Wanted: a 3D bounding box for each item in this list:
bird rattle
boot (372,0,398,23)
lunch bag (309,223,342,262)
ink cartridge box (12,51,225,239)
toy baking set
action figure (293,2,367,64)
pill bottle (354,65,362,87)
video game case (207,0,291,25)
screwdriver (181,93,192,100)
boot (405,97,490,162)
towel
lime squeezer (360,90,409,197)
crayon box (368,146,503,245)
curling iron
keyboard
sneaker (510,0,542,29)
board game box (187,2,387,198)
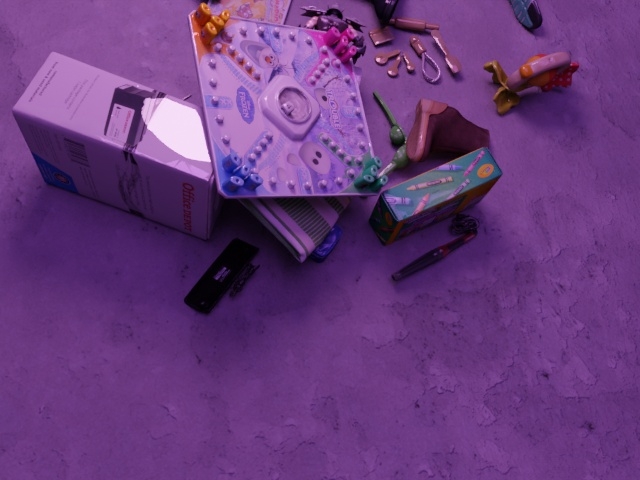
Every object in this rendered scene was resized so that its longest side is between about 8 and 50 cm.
[{"bbox_3d":[0.571,-0.428,1.648,0.254,0.207,0.143,-12,88,-5],"label":"bird rattle"},{"bbox_3d":[0.118,-0.695,1.710,0.207,0.094,0.246,20,45,-3],"label":"boot"},{"bbox_3d":[0.000,0.000,1.432,0.067,0.065,0.098,34,65,5],"label":"lunch bag"},{"bbox_3d":[-0.387,-0.183,1.322,0.395,0.285,0.166,21,65,-2],"label":"ink cartridge box"},{"bbox_3d":[0.256,-0.522,1.719,0.256,0.030,0.196,5,72,-1],"label":"toy baking set"},{"bbox_3d":[0.010,-0.438,1.488,0.186,0.099,0.284,10,77,2],"label":"action figure"},{"bbox_3d":[0.001,-0.414,1.583,0.194,0.108,0.108,11,66,-5],"label":"pill bottle"},{"bbox_3d":[-0.189,-0.639,1.691,0.207,0.026,0.226,15,65,-3],"label":"video game case"},{"bbox_3d":[-0.375,-0.316,1.523,0.024,0.025,0.170,44,68,9],"label":"screwdriver"},{"bbox_3d":[0.324,-0.245,1.549,0.207,0.090,0.248,25,46,-7],"label":"boot"},{"bbox_3d":[-0.051,-0.126,1.395,0.248,0.038,0.324,46,41,-11],"label":"towel"},{"bbox_3d":[0.173,-0.241,1.580,0.110,0.059,0.310,-2,66,22],"label":"lime squeezer"},{"bbox_3d":[0.261,-0.098,1.451,0.279,0.165,0.081,-24,74,-13],"label":"crayon box"},{"bbox_3d":[0.271,0.020,1.487,0.274,0.035,0.068,-35,73,-22],"label":"curling iron"},{"bbox_3d":[-0.205,0.086,1.386,0.100,0.038,0.192,25,64,27],"label":"keyboard"},{"bbox_3d":[0.602,-0.714,1.831,0.098,0.083,0.223,-18,71,-21],"label":"sneaker"},{"bbox_3d":[-0.054,-0.280,1.291,0.390,0.050,0.389,-4,76,-34],"label":"board game box"}]
